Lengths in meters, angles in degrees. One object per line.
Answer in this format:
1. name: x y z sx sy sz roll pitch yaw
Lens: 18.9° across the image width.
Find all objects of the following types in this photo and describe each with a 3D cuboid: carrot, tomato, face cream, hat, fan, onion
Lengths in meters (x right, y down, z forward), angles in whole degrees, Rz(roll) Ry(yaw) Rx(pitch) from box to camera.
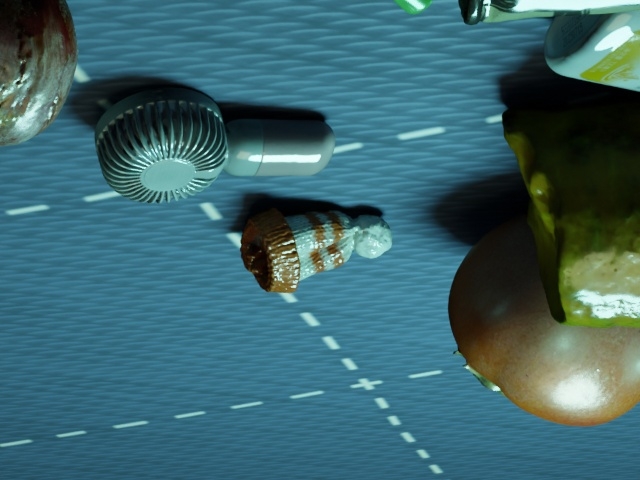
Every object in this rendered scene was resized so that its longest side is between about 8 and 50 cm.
1. carrot: 0.354 -0.030 1.938 0.341 0.241 0.241 -1 156 4
2. tomato: 0.271 0.084 2.156 0.256 0.256 0.224 18 114 -39
3. face cream: 0.359 -0.179 1.804 0.291 0.071 0.144 9 153 -28
4. hat: 0.000 0.000 2.153 0.162 0.093 0.112 -17 169 -17
5. fan: -0.104 -0.094 1.927 0.244 0.074 0.130 0 145 -20
6. onion: -0.278 -0.180 1.635 0.159 0.159 0.195 9 120 -27

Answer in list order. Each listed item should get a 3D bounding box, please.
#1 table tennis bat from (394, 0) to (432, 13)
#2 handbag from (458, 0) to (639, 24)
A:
1. table tennis bat: 0.015 -0.262 1.616 0.160 0.039 0.257 -21 145 32
2. handbag: 0.252 -0.312 1.394 0.325 0.162 0.327 -7 150 0
